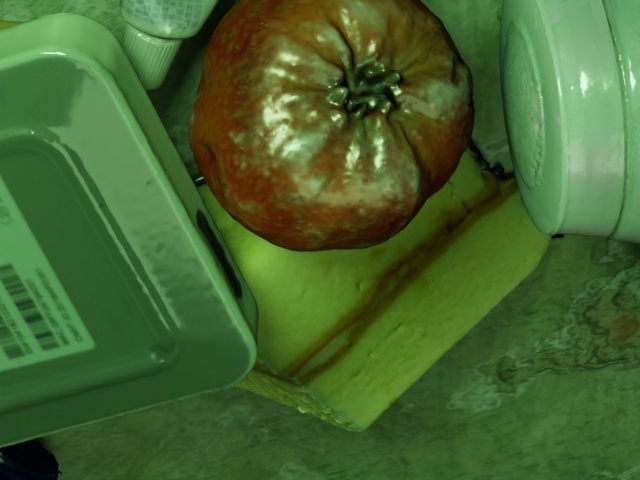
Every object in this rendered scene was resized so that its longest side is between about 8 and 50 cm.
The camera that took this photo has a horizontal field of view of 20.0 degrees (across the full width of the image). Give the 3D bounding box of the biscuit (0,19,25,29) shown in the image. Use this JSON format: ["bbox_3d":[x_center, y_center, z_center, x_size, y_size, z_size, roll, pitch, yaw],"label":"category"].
[{"bbox_3d":[-0.256,-0.105,1.517,0.182,0.034,0.215,5,141,-1],"label":"biscuit"}]

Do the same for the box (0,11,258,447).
[{"bbox_3d":[-0.278,0.016,1.511,0.373,0.090,0.367,-17,125,15],"label":"box"}]

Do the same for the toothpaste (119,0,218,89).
[{"bbox_3d":[-0.106,-0.240,1.429,0.099,0.068,0.282,-25,146,-49],"label":"toothpaste"}]

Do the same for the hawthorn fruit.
[{"bbox_3d":[-0.002,-0.098,1.545,0.242,0.242,0.272,-3,170,-20],"label":"hawthorn fruit"}]

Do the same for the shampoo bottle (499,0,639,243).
[{"bbox_3d":[0.294,-0.131,1.562,0.266,0.273,0.273,-6,142,-3],"label":"shampoo bottle"}]

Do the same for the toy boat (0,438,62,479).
[{"bbox_3d":[-0.409,0.292,1.958,0.219,0.072,0.318,17,134,-35],"label":"toy boat"}]

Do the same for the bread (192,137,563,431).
[{"bbox_3d":[0.000,0.000,1.804,0.405,0.242,0.345,-49,142,-17],"label":"bread"}]
